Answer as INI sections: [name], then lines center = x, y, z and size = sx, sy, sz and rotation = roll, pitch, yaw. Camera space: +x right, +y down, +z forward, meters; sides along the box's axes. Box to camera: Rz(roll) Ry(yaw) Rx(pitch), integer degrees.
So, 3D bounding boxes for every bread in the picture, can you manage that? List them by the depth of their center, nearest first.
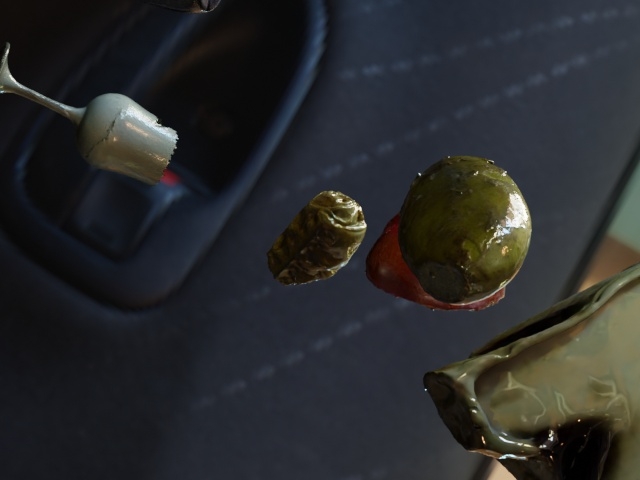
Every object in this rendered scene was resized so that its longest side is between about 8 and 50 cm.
[bread]
center = 0.000, 0.000, 1.782
size = 0.060, 0.066, 0.110
rotation = -5, 144, -51

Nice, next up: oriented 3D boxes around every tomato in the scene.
[tomato]
center = 0.147, 0.014, 2.269
size = 0.189, 0.173, 0.099
rotation = -33, 136, -63

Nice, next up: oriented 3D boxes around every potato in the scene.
[potato]
center = 0.156, -0.016, 2.028
size = 0.149, 0.113, 0.251
rotation = -22, -159, 11

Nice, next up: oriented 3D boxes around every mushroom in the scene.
[mushroom]
center = 0.261, 0.167, 1.802
size = 0.292, 0.217, 0.212
rotation = -26, 180, -21

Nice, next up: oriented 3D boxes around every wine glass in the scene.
[wine glass]
center = -0.240, -0.122, 1.848
size = 0.079, 0.195, 0.079
rotation = -54, -159, 32

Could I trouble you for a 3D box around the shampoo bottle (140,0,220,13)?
[shampoo bottle]
center = -0.192, -0.278, 1.755
size = 0.049, 0.233, 0.087
rotation = -6, 113, -59
